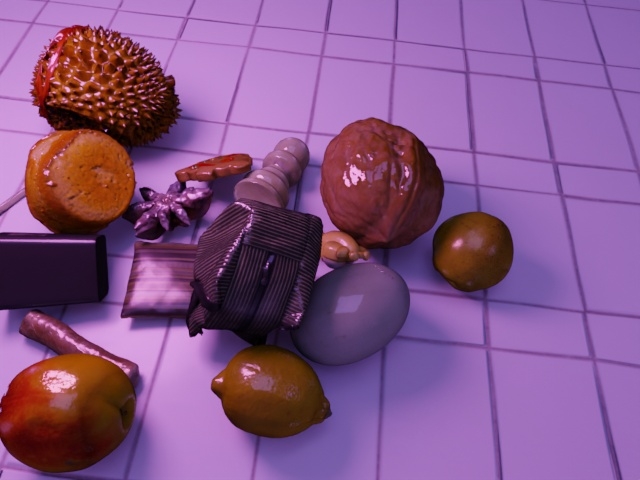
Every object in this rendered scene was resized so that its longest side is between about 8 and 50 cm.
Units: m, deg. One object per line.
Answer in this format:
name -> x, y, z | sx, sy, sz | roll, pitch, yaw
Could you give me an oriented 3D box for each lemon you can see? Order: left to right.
lemon -> -0.096, 0.304, 1.046 | 0.248, 0.184, 0.184 | 17, 56, -8

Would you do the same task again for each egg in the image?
egg -> 0.066, 0.158, 1.137 | 0.282, 0.203, 0.203 | -28, 62, -9

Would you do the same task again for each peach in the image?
peach -> -0.474, 0.322, 0.981 | 0.230, 0.231, 0.231 | 2, 56, -3

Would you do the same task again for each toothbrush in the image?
toothbrush -> -0.828, -0.083, 1.344 | 0.028, 0.026, 0.294 | 28, 58, 32

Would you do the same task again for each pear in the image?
pear -> 0.368, 0.027, 1.264 | 0.198, 0.198, 0.198 | 2, 56, -3

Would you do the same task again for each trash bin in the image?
trash bin -> -0.612, 0.065, 1.175 | 0.225, 0.115, 0.166 | -1, 97, -8

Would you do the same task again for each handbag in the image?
handbag -> -0.147, 0.086, 1.093 | 0.247, 0.340, 0.240 | 16, 61, -19

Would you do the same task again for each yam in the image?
yam -> -0.524, 0.239, 1.130 | 0.299, 0.066, 0.066 | 25, 58, 12

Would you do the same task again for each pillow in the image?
pillow -> -0.354, 0.092, 1.244 | 0.208, 0.052, 0.212 | 2, 57, -7

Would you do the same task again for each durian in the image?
durian -> -0.580, -0.399, 1.397 | 0.383, 0.348, 0.348 | -9, 57, 2

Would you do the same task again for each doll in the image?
doll -> 0.000, 0.001, 1.260 | 0.117, 0.086, 0.291 | -7, 23, -43

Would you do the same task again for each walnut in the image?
walnut -> 0.151, -0.131, 1.281 | 0.305, 0.306, 0.344 | 1, 53, -3

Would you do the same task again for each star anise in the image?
star anise -> -0.383, -0.086, 1.322 | 0.236, 0.093, 0.229 | -7, 40, 9

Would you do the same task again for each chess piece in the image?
chess piece -> -0.114, -0.180, 1.399 | 0.144, 0.145, 0.251 | 21, 51, 10

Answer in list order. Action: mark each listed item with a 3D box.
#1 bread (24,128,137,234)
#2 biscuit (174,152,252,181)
bread -> -0.567, -0.138, 1.244 | 0.145, 0.268, 0.269 | -7, 44, 43
biscuit -> -0.265, -0.203, 1.381 | 0.212, 0.041, 0.239 | -7, 20, 15
